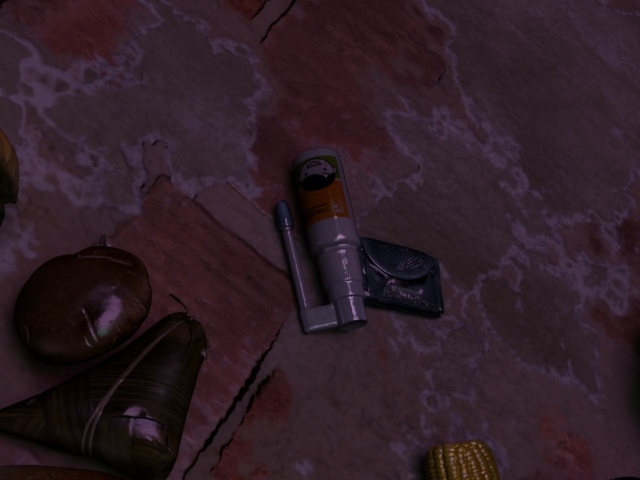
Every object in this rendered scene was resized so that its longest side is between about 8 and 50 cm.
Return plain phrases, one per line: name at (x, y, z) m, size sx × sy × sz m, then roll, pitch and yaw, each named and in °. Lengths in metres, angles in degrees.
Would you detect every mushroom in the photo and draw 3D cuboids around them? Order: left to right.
mushroom at (-0.229, 0.048, 1.009) m, size 0.135 × 0.080 × 0.170 m, roll -4°, pitch 32°, yaw 4°

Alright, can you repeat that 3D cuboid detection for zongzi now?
zongzi at (-0.210, 0.128, 1.000) m, size 0.184 × 0.084 × 0.187 m, roll 15°, pitch 45°, yaw -2°

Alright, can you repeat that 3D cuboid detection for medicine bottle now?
medicine bottle at (0.000, 0.000, 1.205) m, size 0.092 × 0.061 × 0.220 m, roll -9°, pitch 66°, yaw -8°

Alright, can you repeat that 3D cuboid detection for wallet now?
wallet at (0.093, 0.043, 1.250) m, size 0.129 × 0.026 × 0.088 m, roll 12°, pitch 58°, yaw -25°

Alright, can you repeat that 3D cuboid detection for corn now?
corn at (0.166, 0.301, 1.121) m, size 0.085 × 0.063 × 0.165 m, roll 9°, pitch 60°, yaw -38°

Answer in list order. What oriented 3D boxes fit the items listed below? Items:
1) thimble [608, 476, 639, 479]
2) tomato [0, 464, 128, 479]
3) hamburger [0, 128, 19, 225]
thimble at (0.348, 0.376, 1.091) m, size 0.238 × 0.150 × 0.237 m, roll 0°, pitch 90°, yaw -9°
tomato at (-0.243, 0.297, 0.737) m, size 0.239 × 0.303 × 0.303 m, roll 10°, pitch 57°, yaw -8°
hamburger at (-0.348, -0.088, 0.947) m, size 0.155 × 0.207 × 0.135 m, roll 5°, pitch 64°, yaw -23°
